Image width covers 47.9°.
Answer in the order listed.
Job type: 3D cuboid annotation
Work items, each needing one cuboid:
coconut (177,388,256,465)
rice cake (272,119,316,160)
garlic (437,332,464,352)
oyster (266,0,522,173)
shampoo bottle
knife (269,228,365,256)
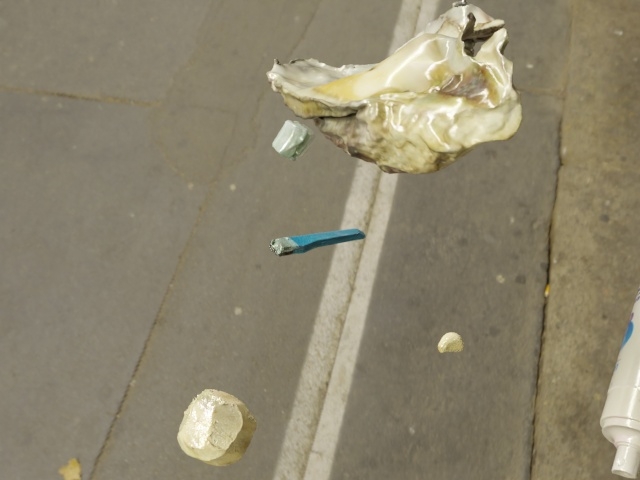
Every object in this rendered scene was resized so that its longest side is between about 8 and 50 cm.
[{"bbox_3d":[-0.254,0.470,1.792,0.194,0.194,0.194,-4,56,7],"label":"coconut"},{"bbox_3d":[-0.047,-0.196,1.405,0.063,0.336,0.066,30,97,-5],"label":"rice cake"},{"bbox_3d":[0.344,0.268,1.891,0.083,0.053,0.041,-3,20,-33],"label":"garlic"},{"bbox_3d":[0.065,-0.132,0.612,0.275,0.100,0.271,-10,34,38],"label":"oyster"},{"bbox_3d":[0.433,0.167,0.939,0.092,0.092,0.303,19,62,21],"label":"shampoo bottle"},{"bbox_3d":[-0.001,0.002,1.425,0.044,0.026,0.296,36,26,30],"label":"knife"}]
